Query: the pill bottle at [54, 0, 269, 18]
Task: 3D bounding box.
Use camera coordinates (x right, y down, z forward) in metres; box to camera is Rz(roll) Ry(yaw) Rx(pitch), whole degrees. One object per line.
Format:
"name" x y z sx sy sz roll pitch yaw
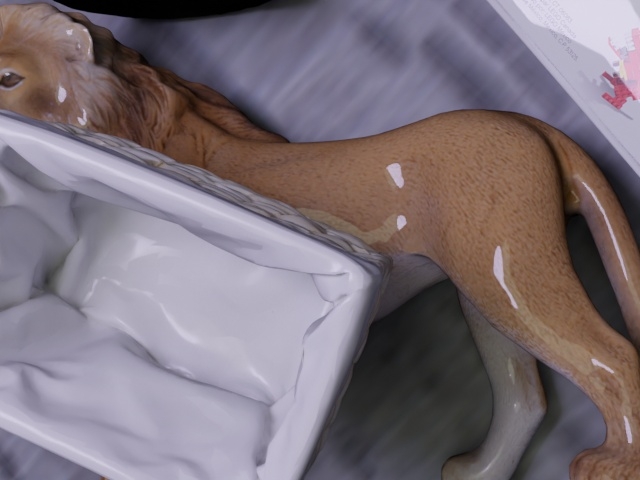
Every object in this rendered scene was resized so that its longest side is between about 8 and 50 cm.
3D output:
"pill bottle" -0.082 -0.228 0.687 0.123 0.123 0.219 -3 89 20

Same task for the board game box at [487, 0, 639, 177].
"board game box" 0.110 -0.100 0.580 0.053 0.193 0.305 -42 77 15

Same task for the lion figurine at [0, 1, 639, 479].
"lion figurine" 0.000 0.000 0.666 0.392 0.142 0.240 -1 81 6

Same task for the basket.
"basket" -0.063 0.026 0.550 0.167 0.103 0.113 23 100 9
